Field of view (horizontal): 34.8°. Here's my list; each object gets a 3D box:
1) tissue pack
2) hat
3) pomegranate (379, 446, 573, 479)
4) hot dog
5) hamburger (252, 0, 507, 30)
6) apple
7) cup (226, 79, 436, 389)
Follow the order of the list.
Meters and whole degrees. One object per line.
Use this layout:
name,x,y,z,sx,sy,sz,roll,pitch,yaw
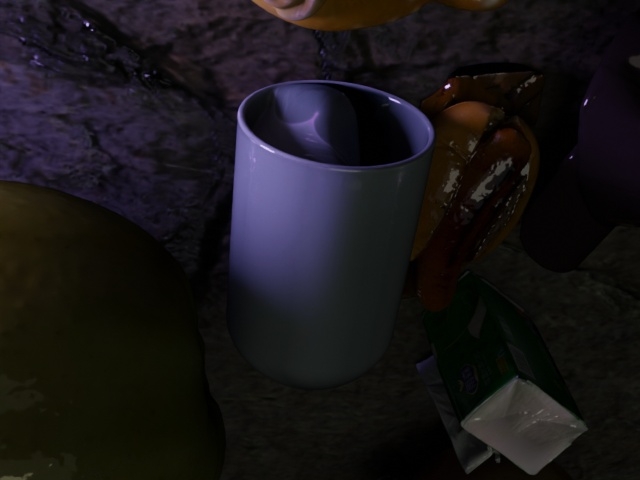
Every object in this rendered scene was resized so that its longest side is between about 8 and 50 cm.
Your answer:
tissue pack,0.207,0.178,1.280,0.148,0.209,0.156,33,112,-29
hat,0.389,-0.069,1.135,0.238,0.209,0.336,-12,131,-44
pomegranate,0.204,0.427,1.392,0.338,0.338,0.338,-6,123,-9
hot dog,0.173,-0.037,1.196,0.194,0.107,0.326,-1,122,-13
hamburger,0.041,-0.312,0.946,0.303,0.186,0.261,25,114,-28
apple,-0.320,0.158,1.017,0.474,0.473,0.473,-6,123,-9
cup,0.000,0.000,1.126,0.206,0.205,0.312,0,124,-13
